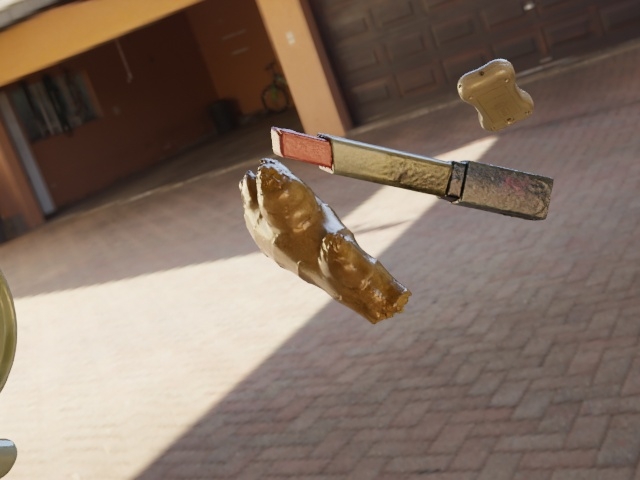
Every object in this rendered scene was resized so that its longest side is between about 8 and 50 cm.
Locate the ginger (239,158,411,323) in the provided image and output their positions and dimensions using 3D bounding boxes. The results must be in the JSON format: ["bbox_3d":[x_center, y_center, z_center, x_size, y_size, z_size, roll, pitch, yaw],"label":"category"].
[{"bbox_3d":[-0.002,-0.022,1.444,0.376,0.236,0.166,18,36,42],"label":"ginger"}]

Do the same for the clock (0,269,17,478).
[{"bbox_3d":[-0.440,0.102,0.954,0.109,0.324,0.265,-8,-14,27],"label":"clock"}]

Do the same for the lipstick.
[{"bbox_3d":[0.097,-0.074,0.980,0.312,0.051,0.051,11,2,-10],"label":"lipstick"}]

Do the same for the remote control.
[{"bbox_3d":[0.225,-0.184,1.147,0.074,0.032,0.122,-23,-30,19],"label":"remote control"}]
